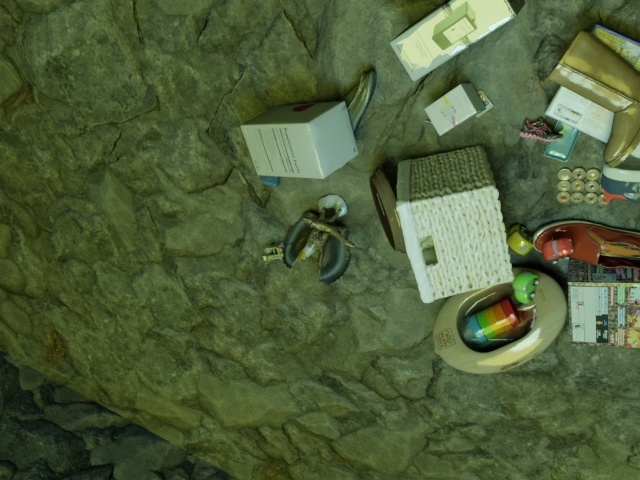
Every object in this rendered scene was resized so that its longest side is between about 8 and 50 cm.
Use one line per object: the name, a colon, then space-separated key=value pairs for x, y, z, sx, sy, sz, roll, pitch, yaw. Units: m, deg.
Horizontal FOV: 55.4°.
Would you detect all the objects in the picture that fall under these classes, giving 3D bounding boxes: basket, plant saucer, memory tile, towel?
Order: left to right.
towel: x=-0.168 y=-0.241 z=2.072 sx=0.067 sy=0.029 sz=0.120 roll=19 pitch=127 yaw=12
plant saucer: x=0.205 y=-0.087 z=1.859 sx=0.041 sy=0.278 sz=0.278 roll=-18 pitch=115 yaw=0
basket: x=0.377 y=-0.057 z=1.747 sx=0.266 sy=0.331 sz=0.329 roll=-12 pitch=116 yaw=13
plant saucer: x=0.675 y=-0.308 z=1.659 sx=0.067 sy=0.018 sz=0.192 roll=20 pitch=125 yaw=12
memory tile: x=0.749 y=-0.154 z=1.727 sx=0.147 sy=0.012 sz=0.113 roll=5 pitch=122 yaw=22

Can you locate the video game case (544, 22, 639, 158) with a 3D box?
video game case: x=0.751 y=-0.377 z=1.540 sx=0.269 sy=0.061 sz=0.244 roll=27 pitch=121 yaw=6

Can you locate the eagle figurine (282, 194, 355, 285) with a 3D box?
eagle figurine: x=-0.010 y=0.005 z=2.088 sx=0.298 sy=0.225 sz=0.227 roll=104 pitch=148 yaw=-65

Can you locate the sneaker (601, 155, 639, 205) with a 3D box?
sneaker: x=0.923 y=-0.133 z=1.602 sx=0.349 sy=0.131 sz=0.148 roll=12 pitch=132 yaw=24

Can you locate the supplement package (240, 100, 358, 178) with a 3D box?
supplement package: x=-0.063 y=-0.305 z=1.841 sx=0.292 sy=0.177 sz=0.175 roll=8 pitch=125 yaw=42

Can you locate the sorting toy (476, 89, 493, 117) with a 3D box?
sorting toy: x=0.438 y=-0.377 z=1.724 sx=0.062 sy=0.012 sz=0.083 roll=47 pitch=127 yaw=-9

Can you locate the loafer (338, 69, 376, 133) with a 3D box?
loafer: x=0.091 y=-0.399 z=1.814 sx=0.087 sy=0.094 sz=0.251 roll=26 pitch=128 yaw=1

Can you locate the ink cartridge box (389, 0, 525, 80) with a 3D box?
ink cartridge box: x=0.345 y=-0.549 z=1.533 sx=0.289 sy=0.211 sz=0.122 roll=-27 pitch=105 yaw=33

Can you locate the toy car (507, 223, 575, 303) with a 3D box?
toy car: x=0.612 y=0.076 z=1.785 sx=0.239 sy=0.053 sz=0.225 roll=26 pitch=106 yaw=58

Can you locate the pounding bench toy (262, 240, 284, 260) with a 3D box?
pounding bench toy: x=-0.166 y=0.047 z=2.220 sx=0.065 sy=0.083 sz=0.052 roll=-5 pitch=118 yaw=27

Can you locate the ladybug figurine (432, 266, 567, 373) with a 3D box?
ladybug figurine: x=0.565 y=0.261 z=1.933 sx=0.449 sy=0.161 sz=0.305 roll=-27 pitch=63 yaw=25

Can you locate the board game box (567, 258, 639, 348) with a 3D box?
board game box: x=0.889 y=0.183 z=1.798 sx=0.290 sy=0.141 sz=0.232 roll=0 pitch=120 yaw=24

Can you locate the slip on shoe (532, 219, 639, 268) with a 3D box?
slip on shoe: x=0.785 y=0.017 z=1.766 sx=0.331 sy=0.101 sz=0.123 roll=9 pitch=125 yaw=21

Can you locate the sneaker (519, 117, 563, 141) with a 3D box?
sneaker: x=0.607 y=-0.304 z=1.669 sx=0.119 sy=0.047 sz=0.057 roll=18 pitch=112 yaw=31

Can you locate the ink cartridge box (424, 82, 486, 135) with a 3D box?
ink cartridge box: x=0.369 y=-0.362 z=1.703 sx=0.143 sy=0.092 sz=0.090 roll=-31 pitch=88 yaw=36

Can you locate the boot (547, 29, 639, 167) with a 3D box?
boot: x=0.681 y=-0.344 z=1.500 sx=0.269 sy=0.089 sz=0.236 roll=31 pitch=108 yaw=2
